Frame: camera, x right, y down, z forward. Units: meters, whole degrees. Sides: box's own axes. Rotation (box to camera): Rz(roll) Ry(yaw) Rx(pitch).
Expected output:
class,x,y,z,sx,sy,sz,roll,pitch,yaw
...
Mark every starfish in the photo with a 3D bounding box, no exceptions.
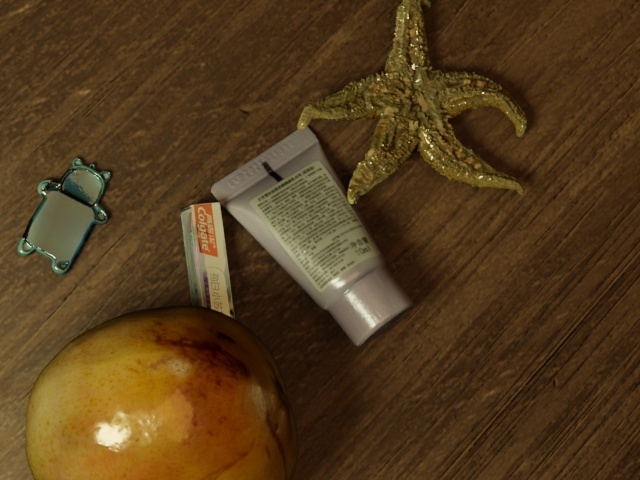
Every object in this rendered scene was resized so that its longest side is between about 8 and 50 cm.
class,x,y,z,sx,sy,sz,roll,pitch,yaw
starfish,0.116,-0.153,1.803,0.302,0.060,0.299,-27,94,-22

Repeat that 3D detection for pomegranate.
class,x,y,z,sx,sy,sz,roll,pitch,yaw
pomegranate,-0.189,0.217,1.592,0.319,0.319,0.319,1,84,-13

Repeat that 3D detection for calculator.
class,x,y,z,sx,sy,sz,roll,pitch,yaw
calculator,-0.309,-0.032,1.714,0.094,0.019,0.141,29,77,-9

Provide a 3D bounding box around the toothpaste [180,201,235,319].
class,x,y,z,sx,sy,sz,roll,pitch,yaw
toothpaste,-0.137,0.052,1.736,0.047,0.040,0.196,-6,85,-16

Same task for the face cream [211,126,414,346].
class,x,y,z,sx,sy,sz,roll,pitch,yaw
face cream,0.000,0.000,1.756,0.154,0.096,0.274,-34,80,-11
